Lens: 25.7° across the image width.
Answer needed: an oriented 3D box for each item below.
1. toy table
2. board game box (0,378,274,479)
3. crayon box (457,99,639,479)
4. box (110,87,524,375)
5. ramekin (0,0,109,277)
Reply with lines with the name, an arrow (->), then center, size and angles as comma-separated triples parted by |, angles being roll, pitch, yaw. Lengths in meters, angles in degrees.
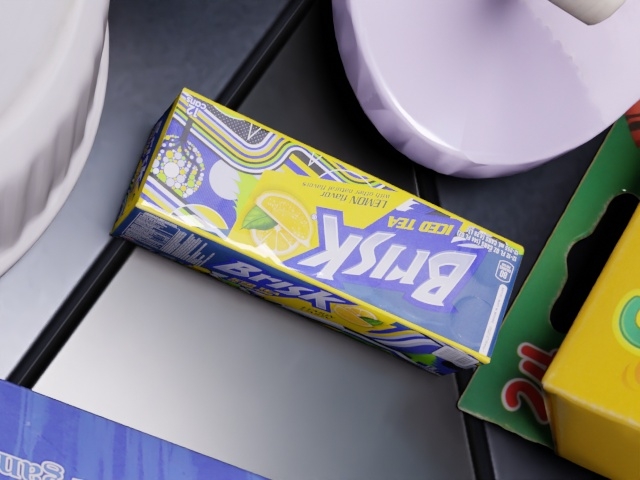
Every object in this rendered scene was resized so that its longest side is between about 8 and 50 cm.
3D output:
toy table -> 0.125, -0.169, 0.598 | 0.252, 0.161, 0.274 | 19, 71, -13
board game box -> 0.005, 0.221, 0.419 | 0.318, 0.066, 0.318 | 25, 35, -27
crayon box -> 0.234, 0.037, 0.585 | 0.318, 0.081, 0.202 | 21, 66, 26
box -> 0.000, 0.000, 0.614 | 0.168, 0.054, 0.059 | 24, 71, -14
ramekin -> -0.202, -0.097, 0.522 | 0.272, 0.127, 0.273 | 5, 75, -19
